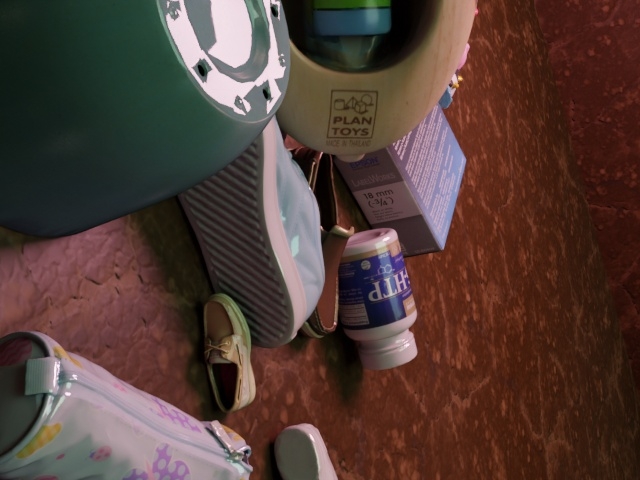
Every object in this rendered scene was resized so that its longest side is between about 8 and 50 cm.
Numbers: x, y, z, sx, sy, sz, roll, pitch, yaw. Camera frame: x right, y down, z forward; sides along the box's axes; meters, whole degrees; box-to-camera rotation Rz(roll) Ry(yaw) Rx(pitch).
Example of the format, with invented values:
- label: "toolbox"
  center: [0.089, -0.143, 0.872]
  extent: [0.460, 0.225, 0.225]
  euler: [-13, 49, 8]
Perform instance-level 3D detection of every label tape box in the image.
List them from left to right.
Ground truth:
- label: "label tape box"
  center: [0.117, -0.173, 1.330]
  extent: [0.333, 0.106, 0.240]
  euler: [58, 37, -33]

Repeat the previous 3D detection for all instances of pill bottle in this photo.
- label: "pill bottle"
  center: [0.078, 0.085, 1.178]
  extent: [0.112, 0.112, 0.186]
  euler: [-31, 108, -59]

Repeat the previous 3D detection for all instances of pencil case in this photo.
- label: "pencil case"
  center: [-0.176, 0.175, 0.700]
  extent: [0.273, 0.124, 0.113]
  euler: [41, 47, -46]

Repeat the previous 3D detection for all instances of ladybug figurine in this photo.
- label: "ladybug figurine"
  center: [0.028, -0.318, 0.961]
  extent: [0.162, 0.305, 0.449]
  euler: [-120, -148, -70]

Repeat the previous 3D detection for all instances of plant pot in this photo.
- label: "plant pot"
  center: [-0.170, -0.165, 0.704]
  extent: [0.293, 0.235, 0.293]
  euler: [25, 60, -54]

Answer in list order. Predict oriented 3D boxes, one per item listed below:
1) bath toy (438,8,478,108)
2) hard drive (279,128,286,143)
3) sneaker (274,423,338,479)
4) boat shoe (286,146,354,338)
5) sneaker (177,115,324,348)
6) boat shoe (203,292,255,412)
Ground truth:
- label: "bath toy"
  center: [0.220, -0.358, 1.547]
  extent: [0.151, 0.129, 0.348]
  euler: [61, 34, -29]
- label: "hard drive"
  center: [-0.117, -0.226, 0.996]
  extent: [0.254, 0.054, 0.172]
  euler: [53, 39, -38]
- label: "sneaker"
  center: [-0.002, 0.333, 1.009]
  extent: [0.094, 0.080, 0.212]
  euler: [22, 61, -69]
- label: "boat shoe"
  center: [-0.004, 0.001, 1.078]
  extent: [0.095, 0.095, 0.257]
  euler: [-14, 94, -60]
- label: "sneaker"
  center: [-0.078, -0.067, 0.952]
  extent: [0.150, 0.135, 0.366]
  euler: [-44, 129, -59]
- label: "boat shoe"
  center: [-0.106, 0.127, 0.909]
  extent: [0.045, 0.050, 0.135]
  euler: [-28, 106, -65]
